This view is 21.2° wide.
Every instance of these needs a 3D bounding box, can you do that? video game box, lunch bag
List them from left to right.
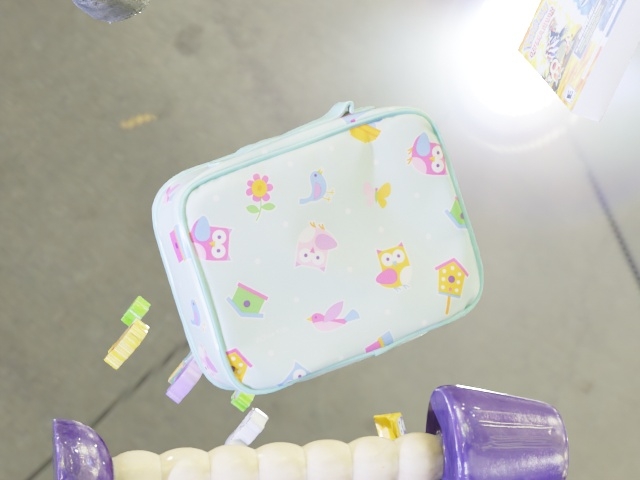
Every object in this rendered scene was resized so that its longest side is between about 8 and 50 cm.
[{"bbox_3d":[0.000,0.000,1.535,0.279,0.108,0.224,-21,94,-22],"label":"lunch bag"},{"bbox_3d":[0.312,-0.266,1.944,0.048,0.187,0.205,15,113,-20],"label":"video game box"}]

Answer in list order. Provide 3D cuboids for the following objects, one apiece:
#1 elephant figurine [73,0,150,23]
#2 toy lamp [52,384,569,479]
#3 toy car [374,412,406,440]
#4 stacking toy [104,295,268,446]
[{"bbox_3d":[-0.181,-0.262,1.400,0.239,0.186,0.169,-60,145,-24],"label":"elephant figurine"},{"bbox_3d":[-0.004,0.120,0.915,0.275,0.080,0.080,-2,112,-12],"label":"toy lamp"},{"bbox_3d":[0.085,0.140,0.980,0.060,0.040,0.122,-30,86,18],"label":"toy car"},{"bbox_3d":[-0.132,0.129,1.762,0.167,0.221,0.052,39,99,-7],"label":"stacking toy"}]
